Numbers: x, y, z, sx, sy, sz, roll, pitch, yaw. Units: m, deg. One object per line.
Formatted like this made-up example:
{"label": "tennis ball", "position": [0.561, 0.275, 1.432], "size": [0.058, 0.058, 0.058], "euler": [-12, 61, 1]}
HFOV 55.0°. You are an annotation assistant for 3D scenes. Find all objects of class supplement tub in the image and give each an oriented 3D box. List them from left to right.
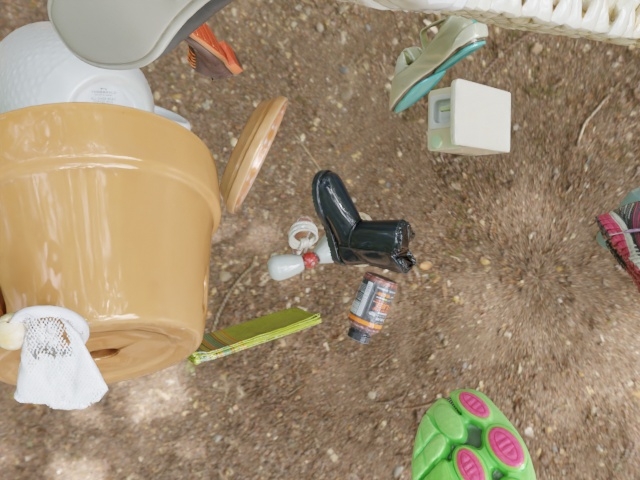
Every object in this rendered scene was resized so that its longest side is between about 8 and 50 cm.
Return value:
{"label": "supplement tub", "position": [0.144, 0.196, 1.783], "size": [0.106, 0.106, 0.197], "euler": [22, 94, 19]}

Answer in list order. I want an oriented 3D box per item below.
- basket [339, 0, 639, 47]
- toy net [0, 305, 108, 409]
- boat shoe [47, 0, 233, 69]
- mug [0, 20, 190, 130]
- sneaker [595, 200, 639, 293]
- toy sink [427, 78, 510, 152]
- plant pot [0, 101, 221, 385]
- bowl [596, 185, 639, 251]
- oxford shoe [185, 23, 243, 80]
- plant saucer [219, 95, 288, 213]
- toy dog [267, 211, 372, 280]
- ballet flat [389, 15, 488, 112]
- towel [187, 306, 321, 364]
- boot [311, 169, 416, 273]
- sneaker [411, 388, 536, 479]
{"label": "basket", "position": [0.163, -0.343, 0.515], "size": [0.267, 0.328, 0.331], "euler": [7, 111, -20]}
{"label": "toy net", "position": [-0.247, 0.033, 0.462], "size": [0.232, 0.045, 0.122], "euler": [38, 98, -9]}
{"label": "boat shoe", "position": [-0.132, -0.243, 0.558], "size": [0.335, 0.095, 0.112], "euler": [-7, 121, 44]}
{"label": "mug", "position": [-0.446, -0.273, 1.260], "size": [0.328, 0.374, 0.276], "euler": [30, 106, 46]}
{"label": "sneaker", "position": [0.601, 0.032, 1.091], "size": [0.112, 0.121, 0.299], "euler": [-28, 41, 16]}
{"label": "toy sink", "position": [0.347, -0.294, 1.504], "size": [0.131, 0.234, 0.152], "euler": [2, 93, 48]}
{"label": "plant pot", "position": [-0.236, 0.028, 0.642], "size": [0.291, 0.291, 0.203], "euler": [-23, 65, 17]}
{"label": "bowl", "position": [0.848, -0.040, 1.480], "size": [0.312, 0.311, 0.163], "euler": [14, 111, 20]}
{"label": "oxford shoe", "position": [-0.279, -0.445, 1.467], "size": [0.098, 0.271, 0.096], "euler": [-28, 74, 12]}
{"label": "plant saucer", "position": [-0.108, -0.137, 0.957], "size": [0.037, 0.200, 0.199], "euler": [26, 96, -5]}
{"label": "toy dog", "position": [0.000, 0.000, 1.762], "size": [0.161, 0.334, 0.220], "euler": [55, 135, 44]}
{"label": "ballet flat", "position": [0.173, -0.292, 0.986], "size": [0.248, 0.086, 0.086], "euler": [-31, 72, 60]}
{"label": "towel", "position": [-0.122, 0.152, 1.038], "size": [0.102, 0.237, 0.021], "euler": [13, 113, 56]}
{"label": "boot", "position": [0.102, -0.044, 1.361], "size": [0.207, 0.094, 0.246], "euler": [2, 117, 39]}
{"label": "sneaker", "position": [0.266, 0.457, 0.886], "size": [0.185, 0.202, 0.482], "euler": [-21, 68, 5]}
